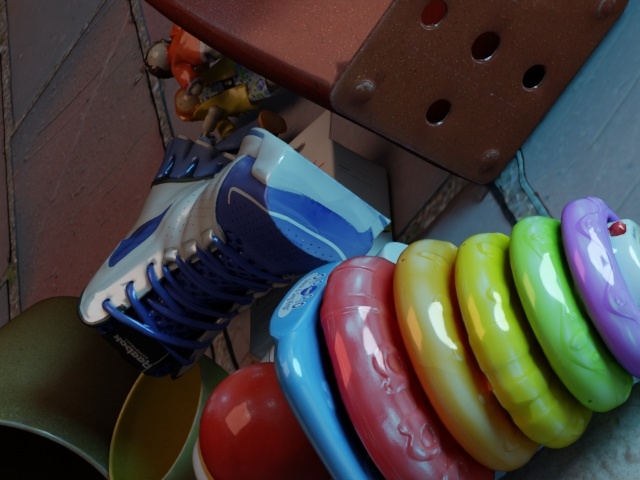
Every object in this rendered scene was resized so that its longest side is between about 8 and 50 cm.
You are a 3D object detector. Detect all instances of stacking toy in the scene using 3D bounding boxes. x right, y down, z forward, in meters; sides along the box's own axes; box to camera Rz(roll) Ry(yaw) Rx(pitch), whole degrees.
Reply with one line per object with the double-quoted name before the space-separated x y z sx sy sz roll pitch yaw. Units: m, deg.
"stacking toy" 0.136 0.043 0.755 0.301 0.166 0.175 -27 10 22
"stacking toy" -0.040 0.239 0.830 0.141 0.141 0.330 -2 82 57

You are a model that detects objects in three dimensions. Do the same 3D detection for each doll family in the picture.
"doll family" -0.098 -0.105 1.356 0.163 0.118 0.263 -20 68 43

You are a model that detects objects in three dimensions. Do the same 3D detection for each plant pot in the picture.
"plant pot" 0.065 -0.195 1.020 0.267 0.267 0.236 -53 42 16
"plant pot" -0.098 0.164 1.120 0.134 0.095 0.134 -37 38 37
"plant pot" -0.262 0.174 1.275 0.237 0.237 0.254 -45 19 28

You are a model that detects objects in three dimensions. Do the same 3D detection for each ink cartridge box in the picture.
"ink cartridge box" 0.000 0.000 1.130 0.115 0.067 0.198 -38 38 36

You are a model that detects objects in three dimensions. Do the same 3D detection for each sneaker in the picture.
"sneaker" -0.079 0.024 1.025 0.182 0.127 0.315 -59 22 -11

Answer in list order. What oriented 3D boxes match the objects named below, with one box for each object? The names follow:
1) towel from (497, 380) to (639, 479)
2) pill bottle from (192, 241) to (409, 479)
"towel" 0.128 0.210 0.773 0.282 0.049 0.187 -44 35 29
"pill bottle" 0.015 0.109 0.961 0.216 0.121 0.121 -50 31 20
